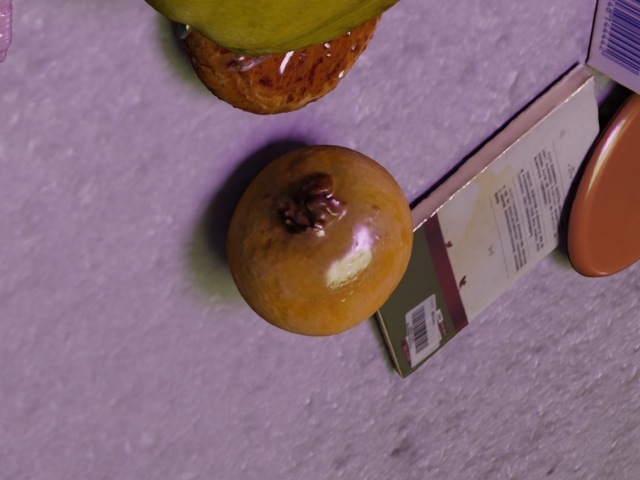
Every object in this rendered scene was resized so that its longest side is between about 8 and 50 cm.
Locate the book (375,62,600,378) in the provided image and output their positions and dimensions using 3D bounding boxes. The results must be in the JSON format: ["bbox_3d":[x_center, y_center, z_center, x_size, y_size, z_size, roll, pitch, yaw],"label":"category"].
[{"bbox_3d":[0.161,-0.012,1.445,0.289,0.026,0.201,-40,143,-15],"label":"book"}]

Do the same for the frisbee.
[{"bbox_3d":[0.330,-0.071,1.552,0.251,0.021,0.251,-32,140,-32],"label":"frisbee"}]

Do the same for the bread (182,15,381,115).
[{"bbox_3d":[-0.024,-0.176,1.089,0.193,0.064,0.193,-30,137,-33],"label":"bread"}]

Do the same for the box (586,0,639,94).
[{"bbox_3d":[0.337,-0.238,1.321,0.097,0.168,0.265,-28,137,-31],"label":"box"}]

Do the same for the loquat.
[{"bbox_3d":[0.000,0.000,1.200,0.163,0.137,0.163,-23,150,-14],"label":"loquat"}]

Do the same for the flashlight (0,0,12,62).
[{"bbox_3d":[-0.203,-0.157,0.944,0.031,0.052,0.110,6,131,-8],"label":"flashlight"}]

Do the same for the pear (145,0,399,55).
[{"bbox_3d":[-0.005,-0.257,0.879,0.269,0.269,0.321,10,114,-49],"label":"pear"}]
